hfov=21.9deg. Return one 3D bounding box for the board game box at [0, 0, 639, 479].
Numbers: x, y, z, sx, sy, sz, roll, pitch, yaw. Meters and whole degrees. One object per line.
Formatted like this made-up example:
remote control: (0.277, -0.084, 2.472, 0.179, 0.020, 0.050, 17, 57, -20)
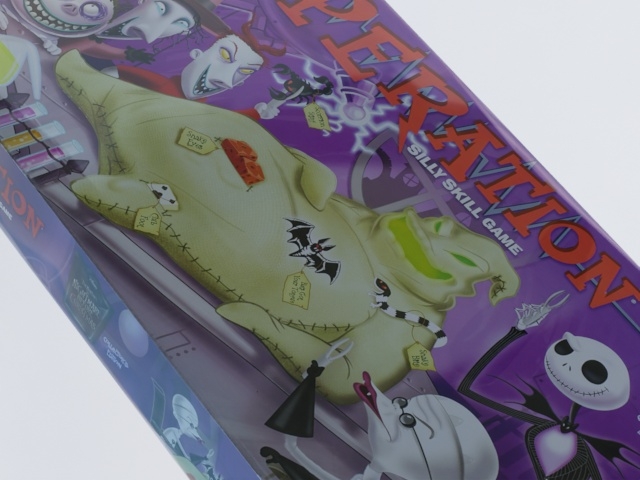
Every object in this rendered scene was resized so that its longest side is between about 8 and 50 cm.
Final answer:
board game box: (0.000, 0.000, 0.670, 0.208, 0.347, 0.056, -22, -30, -37)
